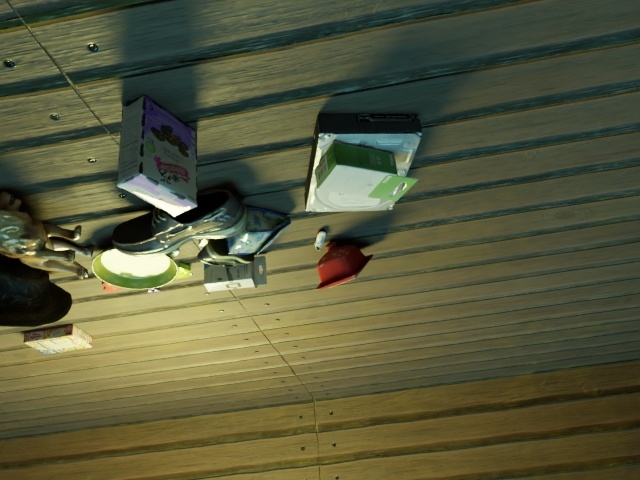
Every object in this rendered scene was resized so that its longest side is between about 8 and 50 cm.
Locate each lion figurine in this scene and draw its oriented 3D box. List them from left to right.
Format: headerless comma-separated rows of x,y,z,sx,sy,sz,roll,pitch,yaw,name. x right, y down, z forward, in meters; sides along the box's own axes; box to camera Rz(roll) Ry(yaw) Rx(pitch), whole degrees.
-0.745,0.016,1.779,0.241,0.142,0.392,7,155,-8,lion figurine

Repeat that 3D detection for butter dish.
0.054,0.059,2.037,0.160,0.118,0.160,-22,-168,31,butter dish

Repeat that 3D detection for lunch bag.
-0.171,-0.023,1.860,0.151,0.096,0.129,-3,154,-37,lunch bag

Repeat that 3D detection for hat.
-0.880,0.128,1.934,0.332,0.331,0.133,3,113,-16,hat

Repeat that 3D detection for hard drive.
0.092,-0.176,1.635,0.237,0.064,0.339,-1,152,-9,hard drive

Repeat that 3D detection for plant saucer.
-0.536,0.070,1.971,0.241,0.037,0.241,-3,147,-2,plant saucer

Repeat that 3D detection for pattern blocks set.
-0.542,0.091,2.076,0.286,0.026,0.324,1,152,-12,pattern blocks set

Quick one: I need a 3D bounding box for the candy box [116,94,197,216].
-0.335,-0.173,1.417,0.070,0.196,0.165,-20,150,26,candy box

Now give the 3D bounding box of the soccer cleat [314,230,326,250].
0.000,0.000,1.986,0.029,0.035,0.083,2,152,-14,soccer cleat

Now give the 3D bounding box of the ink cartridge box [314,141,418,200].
0.104,-0.153,1.545,0.210,0.062,0.109,7,150,-23,ink cartridge box

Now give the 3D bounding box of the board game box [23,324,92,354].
-0.969,0.369,2.515,0.194,0.045,0.146,-9,152,7,board game box

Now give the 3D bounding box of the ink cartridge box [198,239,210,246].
-0.312,-0.022,1.873,0.028,0.048,0.083,8,149,-25,ink cartridge box

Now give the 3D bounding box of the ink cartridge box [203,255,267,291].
-0.255,0.087,2.034,0.180,0.104,0.060,-7,151,2,ink cartridge box

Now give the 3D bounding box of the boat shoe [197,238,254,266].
-0.268,0.036,1.919,0.074,0.080,0.224,-28,165,20,boat shoe

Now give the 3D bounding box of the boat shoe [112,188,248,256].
-0.367,-0.062,1.729,0.356,0.132,0.130,-16,142,1,boat shoe
